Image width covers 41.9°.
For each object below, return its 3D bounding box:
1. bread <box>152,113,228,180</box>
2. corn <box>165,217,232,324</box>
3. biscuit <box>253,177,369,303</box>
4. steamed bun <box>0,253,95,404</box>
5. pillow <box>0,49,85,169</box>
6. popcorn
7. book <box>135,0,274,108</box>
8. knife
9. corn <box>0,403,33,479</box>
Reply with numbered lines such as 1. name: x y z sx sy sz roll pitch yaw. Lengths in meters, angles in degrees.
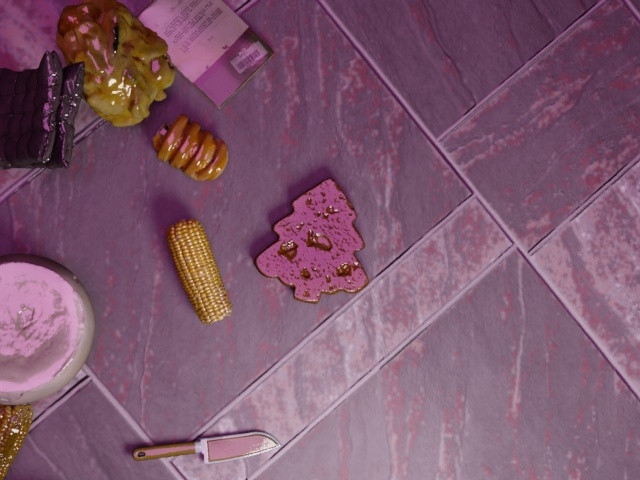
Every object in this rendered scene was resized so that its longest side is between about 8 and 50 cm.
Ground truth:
1. bread: -0.296 -0.212 1.923 0.177 0.084 0.119 30 85 -10
2. corn: -0.280 0.070 1.909 0.093 0.093 0.244 -20 91 -9
3. biscuit: 0.000 0.000 1.978 0.278 0.043 0.302 16 85 -5
4. steamed bun: -0.646 0.190 1.789 0.324 0.206 0.324 3 78 -16
5. pillow: -0.617 -0.266 1.778 0.101 0.326 0.228 11 85 -41
6. popcorn: -0.452 -0.394 1.836 0.215 0.252 0.286 -8 105 31
7. book: -0.276 -0.474 1.961 0.289 0.026 0.201 45 83 -4
8. knife: -0.258 0.485 1.931 0.343 0.027 0.061 -5 85 -12
9. corn: -0.723 0.482 1.830 0.097 0.097 0.320 26 86 -7
